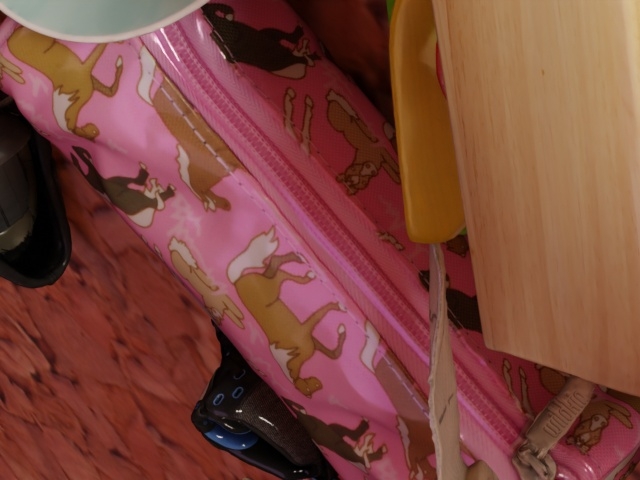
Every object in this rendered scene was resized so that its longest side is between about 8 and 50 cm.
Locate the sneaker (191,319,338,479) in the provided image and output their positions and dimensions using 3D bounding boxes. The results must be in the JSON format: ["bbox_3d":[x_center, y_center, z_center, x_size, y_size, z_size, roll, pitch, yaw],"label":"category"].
[{"bbox_3d":[-0.050,0.048,1.120,0.217,0.121,0.079,45,153,11],"label":"sneaker"}]

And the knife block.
[{"bbox_3d":[0.076,-0.119,0.570,0.242,0.276,0.088,32,170,-39],"label":"knife block"}]

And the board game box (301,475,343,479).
[{"bbox_3d":[0.008,0.165,1.286,0.168,0.033,0.133,14,137,51],"label":"board game box"}]

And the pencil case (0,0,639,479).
[{"bbox_3d":[0.000,0.000,0.937,0.386,0.160,0.167,50,131,2],"label":"pencil case"}]

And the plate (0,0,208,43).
[{"bbox_3d":[-0.085,-0.177,0.849,0.188,0.188,0.024,38,-173,25],"label":"plate"}]

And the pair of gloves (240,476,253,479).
[{"bbox_3d":[0.041,0.190,1.163,0.204,0.042,0.240,26,161,-21],"label":"pair of gloves"}]

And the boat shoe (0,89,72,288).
[{"bbox_3d":[-0.236,-0.073,1.257,0.113,0.127,0.340,36,153,25],"label":"boat shoe"}]

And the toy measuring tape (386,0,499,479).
[{"bbox_3d":[0.091,-0.026,0.760,0.121,0.121,0.330,20,126,46],"label":"toy measuring tape"}]
